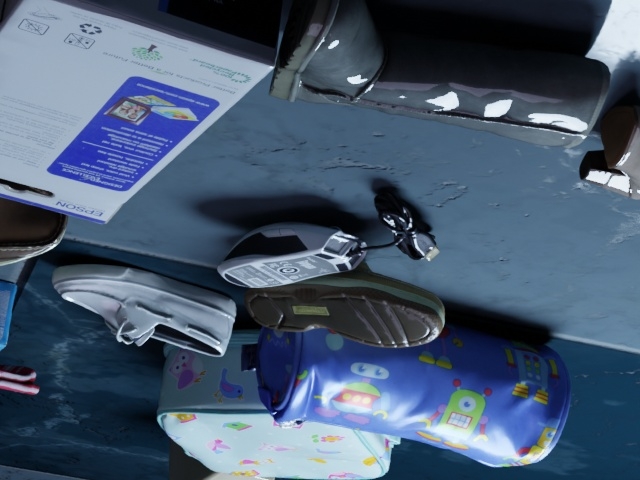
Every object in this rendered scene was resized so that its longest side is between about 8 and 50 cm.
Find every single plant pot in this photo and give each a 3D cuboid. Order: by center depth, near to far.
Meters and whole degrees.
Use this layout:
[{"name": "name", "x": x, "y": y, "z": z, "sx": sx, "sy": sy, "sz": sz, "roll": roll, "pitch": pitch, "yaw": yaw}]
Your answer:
[{"name": "plant pot", "x": -0.112, "y": 0.267, "z": 2.110, "sx": 0.109, "sy": 0.109, "sz": 0.096, "roll": 21, "pitch": 143, "yaw": -33}]

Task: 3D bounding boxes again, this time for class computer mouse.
[{"name": "computer mouse", "x": 0.000, "y": 0.000, "z": 1.460, "sx": 0.193, "sy": 0.042, "sz": 0.106, "roll": -10, "pitch": 159, "yaw": 24}]

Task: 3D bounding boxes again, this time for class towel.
[{"name": "towel", "x": -0.445, "y": 0.115, "z": 1.796, "sx": 0.275, "sy": 0.031, "sz": 0.199, "roll": 11, "pitch": 174, "yaw": 10}]

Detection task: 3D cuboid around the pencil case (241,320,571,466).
[{"name": "pencil case", "x": 0.083, "y": 0.136, "z": 1.654, "sx": 0.306, "sy": 0.133, "sz": 0.119, "roll": 13, "pitch": -167, "yaw": -20}]

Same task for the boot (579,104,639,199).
[{"name": "boot", "x": 0.239, "y": -0.063, "z": 1.233, "sx": 0.087, "sy": 0.042, "sz": 0.118, "roll": 4, "pitch": 161, "yaw": -11}]

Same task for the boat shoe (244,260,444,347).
[{"name": "boat shoe", "x": 0.027, "y": 0.043, "z": 1.524, "sx": 0.190, "sy": 0.072, "sz": 0.068, "roll": 9, "pitch": 132, "yaw": 26}]

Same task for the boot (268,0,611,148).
[{"name": "boot", "x": 0.080, "y": -0.110, "z": 1.097, "sx": 0.209, "sy": 0.076, "sz": 0.189, "roll": 15, "pitch": 173, "yaw": -4}]

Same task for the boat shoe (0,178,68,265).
[{"name": "boat shoe", "x": -0.313, "y": -0.030, "z": 1.351, "sx": 0.257, "sy": 0.095, "sz": 0.095, "roll": 8, "pitch": 177, "yaw": -25}]

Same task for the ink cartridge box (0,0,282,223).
[{"name": "ink cartridge box", "x": -0.166, "y": -0.106, "z": 1.197, "sx": 0.165, "sy": 0.065, "sz": 0.333, "roll": 15, "pitch": 156, "yaw": -22}]

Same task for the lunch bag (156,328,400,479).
[{"name": "lunch bag", "x": -0.035, "y": 0.175, "z": 1.830, "sx": 0.224, "sy": 0.107, "sz": 0.279, "roll": -3, "pitch": 159, "yaw": 13}]

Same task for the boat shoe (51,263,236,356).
[{"name": "boat shoe", "x": -0.169, "y": 0.070, "z": 1.654, "sx": 0.184, "sy": 0.063, "sz": 0.066, "roll": 18, "pitch": 156, "yaw": -29}]

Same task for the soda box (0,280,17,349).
[{"name": "soda box", "x": -0.409, "y": 0.058, "z": 1.690, "sx": 0.210, "sy": 0.067, "sz": 0.071, "roll": 16, "pitch": 157, "yaw": -22}]
